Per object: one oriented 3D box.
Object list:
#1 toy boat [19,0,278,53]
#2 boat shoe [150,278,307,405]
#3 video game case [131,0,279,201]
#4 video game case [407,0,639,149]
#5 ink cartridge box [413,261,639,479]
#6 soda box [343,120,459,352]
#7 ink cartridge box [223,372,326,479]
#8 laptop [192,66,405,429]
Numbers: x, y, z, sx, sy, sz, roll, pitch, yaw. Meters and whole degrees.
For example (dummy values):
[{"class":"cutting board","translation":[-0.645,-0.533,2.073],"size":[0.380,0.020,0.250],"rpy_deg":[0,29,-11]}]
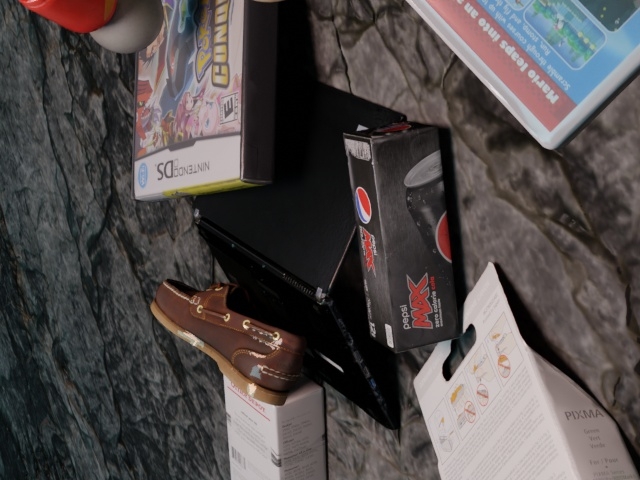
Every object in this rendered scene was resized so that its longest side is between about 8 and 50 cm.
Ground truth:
[{"class":"toy boat","translation":[-0.093,-0.268,0.865],"size":[0.318,0.148,0.267],"rpy_deg":[-36,70,21]},{"class":"boat shoe","translation":[-0.084,0.077,1.045],"size":[0.207,0.073,0.073],"rpy_deg":[30,103,42]},{"class":"video game case","translation":[-0.111,-0.179,1.021],"size":[0.248,0.035,0.274],"rpy_deg":[-4,84,59]},{"class":"video game case","translation":[0.141,-0.212,0.511],"size":[0.204,0.025,0.285],"rpy_deg":[50,116,14]},{"class":"ink cartridge box","translation":[0.148,0.156,0.825],"size":[0.181,0.056,0.224],"rpy_deg":[114,150,-48]},{"class":"soda box","translation":[0.063,-0.004,0.853],"size":[0.053,0.060,0.168],"rpy_deg":[-152,52,-67]},{"class":"ink cartridge box","translation":[-0.046,0.184,1.122],"size":[0.104,0.060,0.180],"rpy_deg":[28,127,51]},{"class":"laptop","translation":[0.000,0.000,1.011],"size":[0.234,0.136,0.264],"rpy_deg":[31,154,50]}]
